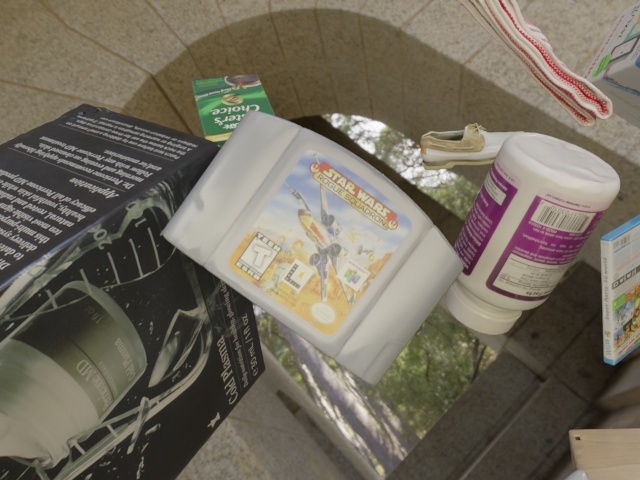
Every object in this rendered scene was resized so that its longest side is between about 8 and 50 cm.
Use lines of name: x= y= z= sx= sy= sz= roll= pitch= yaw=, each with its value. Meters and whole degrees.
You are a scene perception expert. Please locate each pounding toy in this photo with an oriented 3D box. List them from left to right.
pounding toy: x=0.398 y=0.355 z=0.708 sx=0.094 sy=0.206 sz=0.181 roll=-74 pitch=-33 yaw=-49

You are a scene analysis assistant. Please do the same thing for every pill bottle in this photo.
pill bottle: x=0.308 y=0.001 z=0.767 sx=0.169 sy=0.169 sz=0.302 roll=-23 pitch=-39 yaw=-42

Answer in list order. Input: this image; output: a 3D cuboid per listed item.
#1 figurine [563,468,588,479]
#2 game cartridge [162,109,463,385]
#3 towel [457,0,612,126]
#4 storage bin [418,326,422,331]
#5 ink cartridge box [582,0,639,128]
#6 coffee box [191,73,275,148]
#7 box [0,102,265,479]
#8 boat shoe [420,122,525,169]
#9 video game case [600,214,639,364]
figurine: x=0.236 y=0.379 z=0.545 sx=0.215 sy=0.092 sz=0.209 roll=-61 pitch=-11 yaw=30
game cartridge: x=0.000 y=0.000 z=0.544 sx=0.198 sy=0.297 sz=0.062 roll=-54 pitch=3 yaw=8
towel: x=0.136 y=-0.173 z=0.362 sx=0.029 sy=0.144 sz=0.197 roll=-43 pitch=24 yaw=31
storage bin: x=0.148 y=0.135 z=0.976 sx=0.135 sy=0.091 sz=0.098 roll=8 pitch=-24 yaw=-12
ink cartridge box: x=0.686 y=-0.354 z=0.934 sx=0.198 sy=0.197 sz=0.270 roll=-61 pitch=2 yaw=4
coffee box: x=-0.130 y=-0.193 z=0.749 sx=0.113 sy=0.184 sz=0.040 roll=-10 pitch=-43 yaw=-12
box: x=-0.348 y=0.145 z=0.665 sx=0.472 sy=0.297 sz=0.480 roll=-46 pitch=-35 yaw=-39
boat shoe: x=0.436 y=-0.279 z=1.403 sx=0.113 sy=0.302 sz=0.103 roll=-60 pitch=-43 yaw=-56
video game case: x=0.386 y=0.056 z=0.602 sx=0.119 sy=0.015 sz=0.166 roll=-22 pitch=-71 yaw=-28
